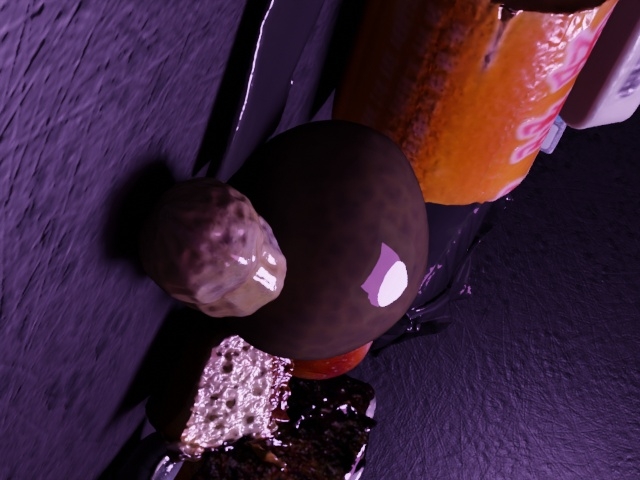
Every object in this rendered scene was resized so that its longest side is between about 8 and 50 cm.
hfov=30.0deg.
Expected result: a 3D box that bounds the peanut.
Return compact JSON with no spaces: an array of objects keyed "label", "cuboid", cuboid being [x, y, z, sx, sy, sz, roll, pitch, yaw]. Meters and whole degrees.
[{"label":"peanut","cuboid":[-0.078,0.009,0.863,0.090,0.098,0.214,-37,170,0]}]

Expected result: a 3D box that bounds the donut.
[{"label":"donut","cuboid":[-0.097,0.125,1.142,0.186,0.144,0.126,9,104,-51]}]

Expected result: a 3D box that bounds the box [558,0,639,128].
[{"label":"box","cuboid":[0.270,-0.358,1.237,0.090,0.373,0.367,-9,146,-22]}]

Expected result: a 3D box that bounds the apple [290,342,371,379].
[{"label":"apple","cuboid":[-0.006,0.059,1.370,0.201,0.162,0.201,17,90,-78]}]

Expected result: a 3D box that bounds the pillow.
[{"label":"pillow","cuboid":[-0.175,0.233,1.163,0.136,0.055,0.091,-51,168,-54]}]

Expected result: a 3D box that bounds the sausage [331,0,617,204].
[{"label":"sausage","cuboid":[0.148,-0.201,1.186,0.233,0.233,0.287,-58,173,-37]}]

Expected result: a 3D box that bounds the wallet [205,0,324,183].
[{"label":"wallet","cuboid":[-0.027,-0.159,0.883,0.124,0.025,0.244,-54,170,-54]}]

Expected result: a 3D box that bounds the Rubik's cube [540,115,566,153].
[{"label":"Rubik's cube","cuboid":[0.354,-0.349,2.051,0.259,0.256,0.253,-56,170,-50]}]

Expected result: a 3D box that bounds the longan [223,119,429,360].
[{"label":"longan","cuboid":[0.000,0.000,1.041,0.198,0.198,0.212,-26,125,-79]}]

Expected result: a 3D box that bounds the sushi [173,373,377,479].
[{"label":"sushi","cuboid":[-0.060,0.253,1.449,0.234,0.207,0.348,-55,178,35]}]

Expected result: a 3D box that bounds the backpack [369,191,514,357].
[{"label":"backpack","cuboid":[0.147,0.025,2.017,0.363,0.255,0.446,-54,173,-19]}]
